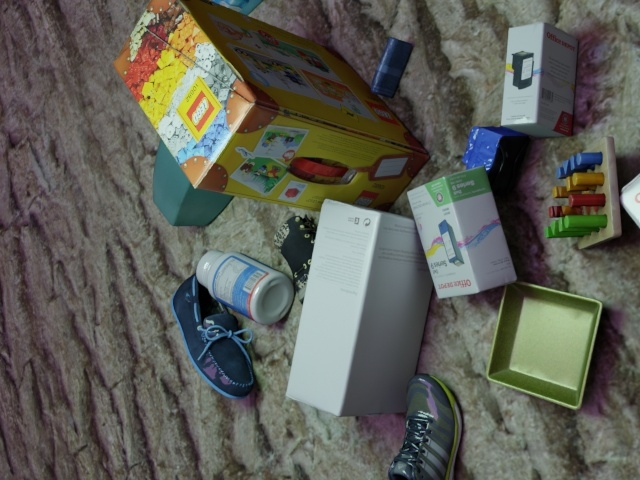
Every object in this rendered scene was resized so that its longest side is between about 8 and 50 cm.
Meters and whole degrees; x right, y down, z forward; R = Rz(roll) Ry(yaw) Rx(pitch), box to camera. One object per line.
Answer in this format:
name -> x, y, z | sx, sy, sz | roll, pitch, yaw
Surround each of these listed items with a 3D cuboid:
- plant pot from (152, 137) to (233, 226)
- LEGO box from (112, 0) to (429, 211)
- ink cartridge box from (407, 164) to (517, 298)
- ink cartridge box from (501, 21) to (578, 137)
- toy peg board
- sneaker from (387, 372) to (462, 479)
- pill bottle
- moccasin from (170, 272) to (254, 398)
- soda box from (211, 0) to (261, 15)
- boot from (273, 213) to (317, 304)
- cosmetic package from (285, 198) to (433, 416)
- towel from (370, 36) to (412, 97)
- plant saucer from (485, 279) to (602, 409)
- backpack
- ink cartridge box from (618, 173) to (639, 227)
plant pot -> -0.296, -0.157, 2.168 | 0.166, 0.165, 0.234 | 49, 124, 34
LEGO box -> -0.086, -0.250, 1.764 | 0.193, 0.500, 0.372 | -52, 54, 23
ink cartridge box -> 0.252, -0.011, 1.641 | 0.154, 0.093, 0.213 | -18, 89, 69
ink cartridge box -> 0.384, -0.276, 1.599 | 0.072, 0.127, 0.175 | 2, 85, 44
toy peg board -> 0.423, -0.074, 1.512 | 0.161, 0.079, 0.161 | 116, 152, -81
sneaker -> 0.188, 0.397, 1.695 | 0.111, 0.121, 0.300 | -8, 80, 40
pill bottle -> -0.175, 0.096, 2.051 | 0.221, 0.124, 0.124 | 24, 101, 42
moccasin -> -0.247, 0.206, 2.093 | 0.117, 0.137, 0.342 | -54, 55, 24
soda box -> -0.164, -0.605, 2.159 | 0.210, 0.071, 0.067 | -36, 62, 33
boot -> -0.002, 0.001, 1.933 | 0.236, 0.085, 0.179 | -50, 54, 30
cosmetic package -> 0.087, 0.133, 1.757 | 0.156, 0.217, 0.385 | 16, 93, 43
towel -> 0.140, -0.352, 1.863 | 0.029, 0.067, 0.119 | 31, 106, 37
plant saucer -> 0.394, 0.177, 1.591 | 0.188, 0.045, 0.189 | 14, 94, 41
backpack -> 0.314, -0.146, 1.670 | 0.101, 0.098, 0.120 | 34, 120, 48
ink cartridge box -> 0.615, -0.024, 1.373 | 0.197, 0.114, 0.273 | -47, 58, 28
